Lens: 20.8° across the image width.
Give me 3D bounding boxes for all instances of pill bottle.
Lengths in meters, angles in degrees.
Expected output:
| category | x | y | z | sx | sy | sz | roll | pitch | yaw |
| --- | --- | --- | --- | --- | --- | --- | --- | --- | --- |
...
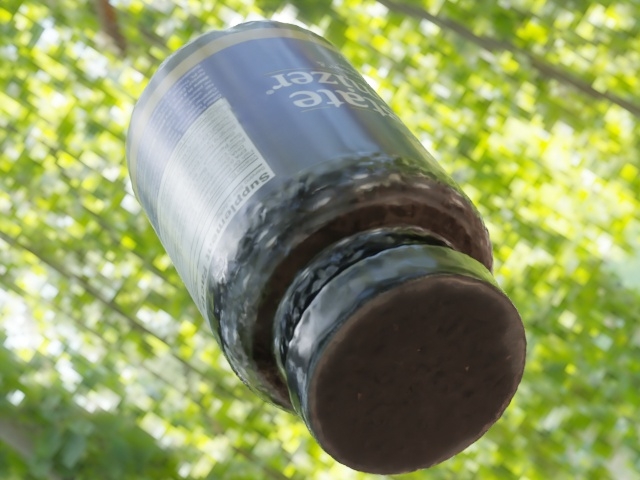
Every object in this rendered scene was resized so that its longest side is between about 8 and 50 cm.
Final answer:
| category | x | y | z | sx | sy | sz | roll | pitch | yaw |
| --- | --- | --- | --- | --- | --- | --- | --- | --- | --- |
| pill bottle | 0.000 | 0.000 | 0.751 | 0.123 | 0.219 | 0.123 | -11 | -57 | -18 |
